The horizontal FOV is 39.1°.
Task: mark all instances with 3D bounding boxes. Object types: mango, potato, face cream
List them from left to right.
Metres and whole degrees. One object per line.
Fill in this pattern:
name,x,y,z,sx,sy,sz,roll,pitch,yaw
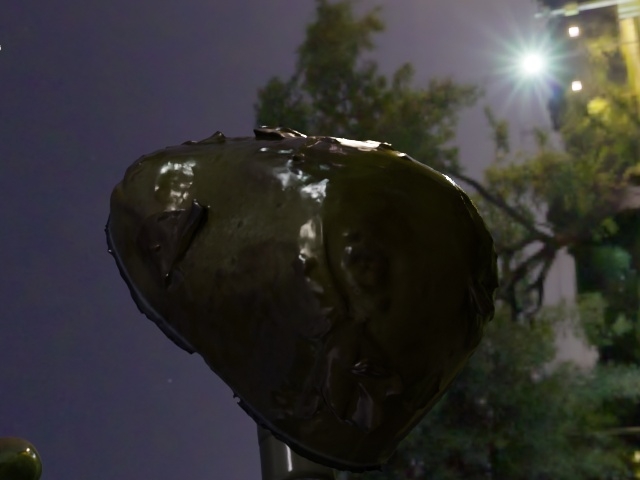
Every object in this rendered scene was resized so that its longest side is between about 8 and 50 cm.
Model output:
mango,-0.425,0.315,1.173,0.092,0.130,0.194,59,169,-8
face cream,-0.040,0.141,1.088,0.137,0.084,0.341,37,-146,-42
potato,0.000,0.000,0.692,0.196,0.299,0.246,-55,-19,18
